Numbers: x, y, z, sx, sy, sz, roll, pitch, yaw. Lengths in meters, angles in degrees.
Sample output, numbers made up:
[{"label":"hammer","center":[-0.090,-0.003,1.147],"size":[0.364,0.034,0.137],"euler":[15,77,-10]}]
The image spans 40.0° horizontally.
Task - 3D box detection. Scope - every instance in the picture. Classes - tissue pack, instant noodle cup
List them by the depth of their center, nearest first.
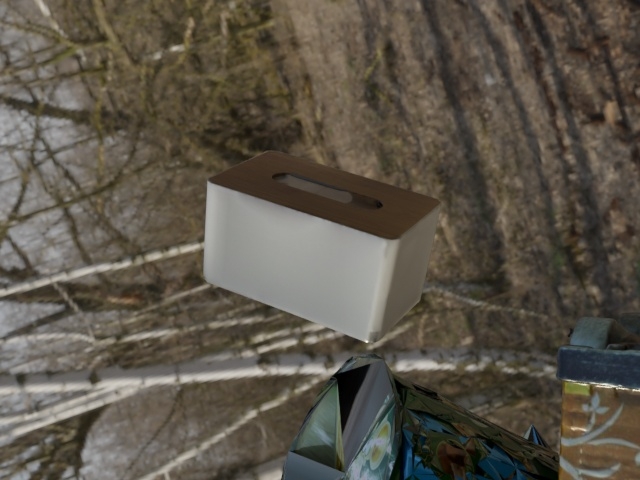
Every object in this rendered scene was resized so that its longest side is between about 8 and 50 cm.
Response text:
[{"label":"instant noodle cup","center":[0.079,0.223,0.681],"size":[0.240,0.178,0.240],"euler":[-59,17,30]},{"label":"tissue pack","center":[-0.001,0.001,1.066],"size":[0.159,0.246,0.136],"euler":[-35,-42,-56]}]

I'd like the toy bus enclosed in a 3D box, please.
[{"label":"toy bus","center":[0.252,0.135,0.585],"size":[0.275,0.138,0.167],"euler":[4,-91,-61]}]
